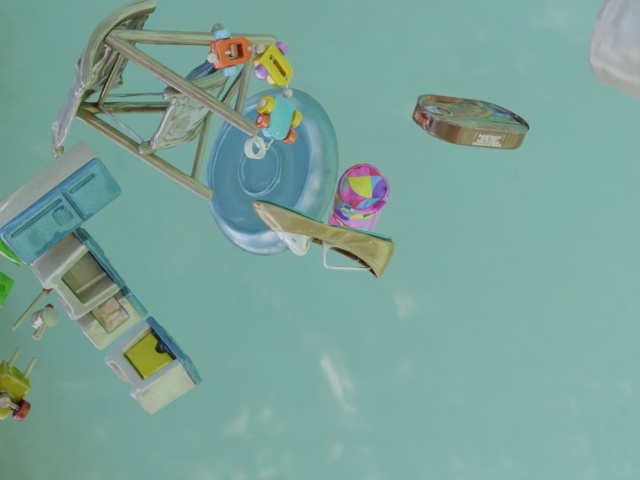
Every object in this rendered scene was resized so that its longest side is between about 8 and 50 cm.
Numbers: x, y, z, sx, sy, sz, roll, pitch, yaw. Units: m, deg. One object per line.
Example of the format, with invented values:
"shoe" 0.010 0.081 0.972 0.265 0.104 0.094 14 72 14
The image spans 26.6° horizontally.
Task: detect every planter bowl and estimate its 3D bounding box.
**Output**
"planter bowl" 0.366 -0.202 1.366 0.109 0.162 0.162 44 142 37

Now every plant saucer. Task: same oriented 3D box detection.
"plant saucer" -0.103 -0.131 2.493 0.318 0.044 0.317 -8 77 39

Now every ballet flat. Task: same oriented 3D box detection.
"ballet flat" 0.000 0.000 2.055 0.080 0.232 0.073 155 132 -80

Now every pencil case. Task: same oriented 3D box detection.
"pencil case" 0.069 -0.062 2.537 0.236 0.104 0.104 106 146 -74

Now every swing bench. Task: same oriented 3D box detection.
"swing bench" -0.226 -0.202 1.887 0.253 0.255 0.165 137 146 -63

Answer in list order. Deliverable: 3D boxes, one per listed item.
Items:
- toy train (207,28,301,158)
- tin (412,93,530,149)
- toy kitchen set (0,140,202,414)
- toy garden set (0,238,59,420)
"toy train" -0.088 -0.190 1.702 0.046 0.125 0.166 1 110 50
"tin" 0.219 -0.171 1.969 0.106 0.190 0.040 44 123 49
"toy kitchen set" -0.198 0.040 1.327 0.166 0.122 0.207 43 169 43
"toy garden set" -0.435 0.099 1.759 0.049 0.204 0.244 -20 41 50
